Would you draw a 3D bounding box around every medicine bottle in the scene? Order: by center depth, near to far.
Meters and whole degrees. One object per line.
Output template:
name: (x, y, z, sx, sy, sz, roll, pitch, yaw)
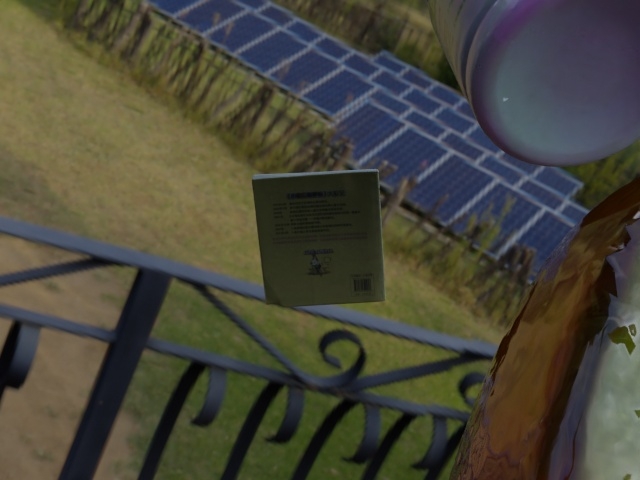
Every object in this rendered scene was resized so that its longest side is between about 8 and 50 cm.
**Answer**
medicine bottle: (0.218, -0.246, 0.977, 0.212, 0.212, 0.325, 18, 35, -21)

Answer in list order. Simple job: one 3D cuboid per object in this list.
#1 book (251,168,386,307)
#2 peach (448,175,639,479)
book: (0.000, 0.000, 1.285, 0.168, 0.192, 0.013, -3, 24, 3)
peach: (0.226, 0.134, 0.423, 0.335, 0.406, 0.310, 16, -23, 12)
